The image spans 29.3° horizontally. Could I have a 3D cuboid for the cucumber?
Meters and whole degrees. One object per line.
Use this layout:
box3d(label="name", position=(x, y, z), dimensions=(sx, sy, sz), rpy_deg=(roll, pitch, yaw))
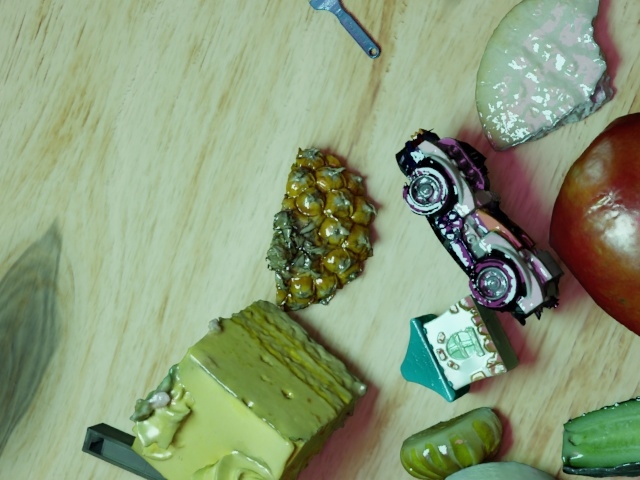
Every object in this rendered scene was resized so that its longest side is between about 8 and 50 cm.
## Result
box3d(label="cucumber", position=(0.421, 0.273, 1.637), dimensions=(0.192, 0.086, 0.115), rpy_deg=(-11, 44, 21))

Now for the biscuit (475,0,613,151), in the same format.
box3d(label="biscuit", position=(0.313, -0.236, 1.686), dimensions=(0.188, 0.040, 0.266), rpy_deg=(29, 100, 20))

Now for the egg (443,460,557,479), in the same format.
box3d(label="egg", position=(0.244, 0.475, 1.602), dimensions=(0.336, 0.201, 0.337), rpy_deg=(0, 94, -3))

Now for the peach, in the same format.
box3d(label="peach", position=(0.457, 0.000, 1.518), dimensions=(0.338, 0.281, 0.281), rpy_deg=(37, 103, 20))

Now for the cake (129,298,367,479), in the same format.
box3d(label="cake", position=(-0.115, 0.257, 1.701), dimensions=(0.227, 0.286, 0.222), rpy_deg=(39, 118, 12))

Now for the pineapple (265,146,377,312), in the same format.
box3d(label="pineapple", position=(0.001, -0.006, 1.745), dimensions=(0.139, 0.164, 0.250), rpy_deg=(9, 91, 12))

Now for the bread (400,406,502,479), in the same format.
box3d(label="bread", position=(0.184, 0.292, 1.719), dimensions=(0.157, 0.094, 0.083), rpy_deg=(-25, 79, 11))

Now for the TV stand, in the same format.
box3d(label="TV stand", position=(-0.248, 0.350, 1.898), dimensions=(0.256, 0.049, 0.040), rpy_deg=(19, 99, 18))

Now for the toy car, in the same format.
box3d(label="toy car", position=(0.211, -0.023, 1.647), dimensions=(0.118, 0.193, 0.301), rpy_deg=(-35, 78, 16))

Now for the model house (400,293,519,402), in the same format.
box3d(label="model house", position=(0.183, 0.155, 1.710), dimensions=(0.148, 0.100, 0.127), rpy_deg=(-29, 81, 20))

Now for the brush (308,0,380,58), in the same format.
box3d(label="brush", position=(0.032, -0.330, 1.799), dimensions=(0.051, 0.014, 0.164), rpy_deg=(-42, 78, 17))
